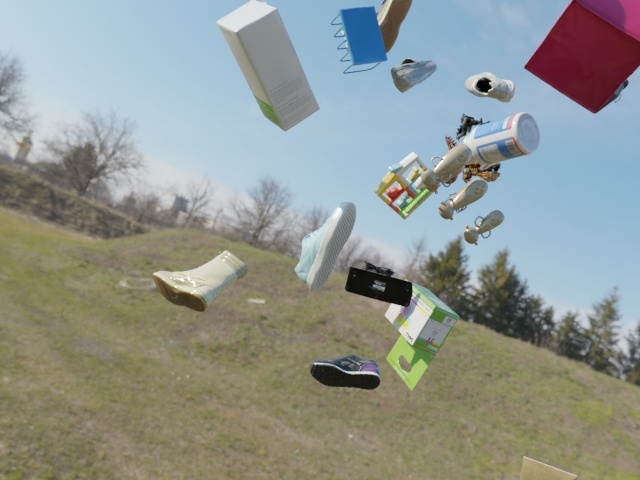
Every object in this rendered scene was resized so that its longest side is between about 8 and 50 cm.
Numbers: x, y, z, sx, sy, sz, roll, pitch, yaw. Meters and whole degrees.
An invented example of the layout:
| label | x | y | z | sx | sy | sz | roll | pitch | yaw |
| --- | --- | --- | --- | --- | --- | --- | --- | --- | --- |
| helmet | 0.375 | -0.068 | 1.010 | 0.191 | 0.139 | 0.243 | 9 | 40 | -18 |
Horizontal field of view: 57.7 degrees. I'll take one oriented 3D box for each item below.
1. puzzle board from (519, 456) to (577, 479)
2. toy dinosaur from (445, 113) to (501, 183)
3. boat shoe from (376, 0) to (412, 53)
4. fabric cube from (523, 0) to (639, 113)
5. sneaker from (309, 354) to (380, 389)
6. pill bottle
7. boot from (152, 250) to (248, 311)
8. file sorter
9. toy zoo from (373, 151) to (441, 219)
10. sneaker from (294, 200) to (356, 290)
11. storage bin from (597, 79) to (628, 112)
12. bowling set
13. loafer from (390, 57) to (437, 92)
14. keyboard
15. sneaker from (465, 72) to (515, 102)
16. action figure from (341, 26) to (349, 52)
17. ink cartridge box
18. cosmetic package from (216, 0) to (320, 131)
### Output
| label | x | y | z | sx | sy | sz | roll | pitch | yaw |
| --- | --- | --- | --- | --- | --- | --- | --- | --- | --- |
| puzzle board | 0.563 | 0.602 | 1.445 | 0.128 | 0.096 | 0.011 | 13 | 18 | 32 |
| toy dinosaur | 0.513 | -0.312 | 1.999 | 0.164 | 0.218 | 0.322 | -5 | 28 | -42 |
| boat shoe | 0.241 | -0.802 | 2.155 | 0.103 | 0.285 | 0.092 | 15 | 34 | -22 |
| fabric cube | 0.788 | -0.576 | 1.646 | 0.254 | 0.258 | 0.259 | 37 | -32 | 6 |
| sneaker | 0.095 | 0.513 | 2.321 | 0.283 | 0.107 | 0.124 | 12 | 30 | -5 |
| pill bottle | 0.524 | -0.295 | 1.734 | 0.124 | 0.124 | 0.221 | 25 | -20 | -33 |
| boot | -0.365 | 0.106 | 1.756 | 0.262 | 0.203 | 0.095 | 11 | -50 | 41 |
| file sorter | 0.113 | -0.612 | 1.789 | 0.118 | 0.170 | 0.104 | -15 | 1 | -22 |
| toy zoo | 0.305 | -0.196 | 2.067 | 0.030 | 0.192 | 0.293 | 52 | 12 | 35 |
| sneaker | 0.000 | 0.000 | 2.152 | 0.150 | 0.365 | 0.135 | 34 | 17 | 26 |
| storage bin | 1.009 | -0.514 | 2.058 | 0.098 | 0.091 | 0.135 | 38 | -31 | -3 |
| bowling set | 0.365 | -0.129 | 1.632 | 0.287 | 0.154 | 0.200 | 57 | -6 | -18 |
| loafer | 0.378 | -0.688 | 2.343 | 0.112 | 0.319 | 0.111 | -33 | -86 | 38 |
| keyboard | 0.172 | 0.121 | 1.666 | 0.192 | 0.100 | 0.038 | 15 | 0 | 12 |
| sneaker | 0.621 | -0.599 | 2.226 | 0.121 | 0.099 | 0.262 | 7 | 17 | -25 |
| action figure | 0.132 | -0.794 | 2.245 | 0.137 | 0.232 | 0.063 | -22 | -41 | 30 |
| ink cartridge box | 0.259 | 0.272 | 1.683 | 0.097 | 0.255 | 0.189 | 25 | 10 | -26 |
| cosmetic package | -0.164 | -0.565 | 1.884 | 0.197 | 0.155 | 0.365 | 44 | -13 | 52 |
